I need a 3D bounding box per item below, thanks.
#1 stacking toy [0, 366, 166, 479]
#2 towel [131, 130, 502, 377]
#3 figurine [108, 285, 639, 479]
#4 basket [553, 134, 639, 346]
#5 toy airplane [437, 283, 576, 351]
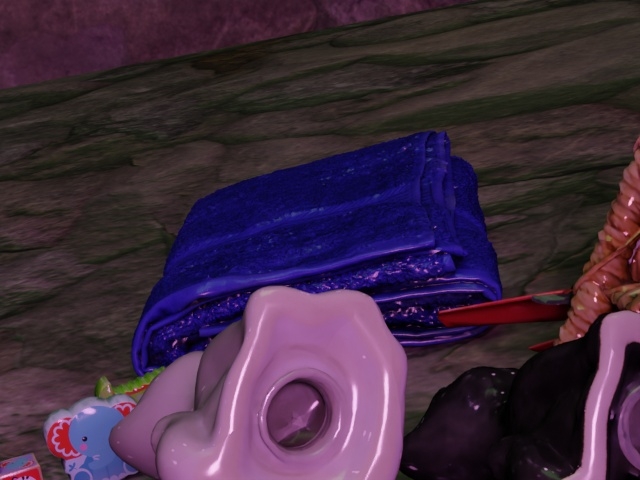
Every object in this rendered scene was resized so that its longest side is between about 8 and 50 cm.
[{"bbox_3d":[-0.153,0.112,0.921,0.221,0.052,0.167,-15,15,-16],"label":"stacking toy"},{"bbox_3d":[0.000,0.000,1.178,0.227,0.076,0.308,-9,15,5],"label":"towel"},{"bbox_3d":[0.026,0.078,0.707,0.215,0.092,0.209,4,-9,-15],"label":"figurine"},{"bbox_3d":[0.215,0.007,0.716,0.223,0.213,0.299,-13,14,-9],"label":"basket"},{"bbox_3d":[0.137,0.041,0.935,0.151,0.028,0.151,-8,-10,-1],"label":"toy airplane"}]
